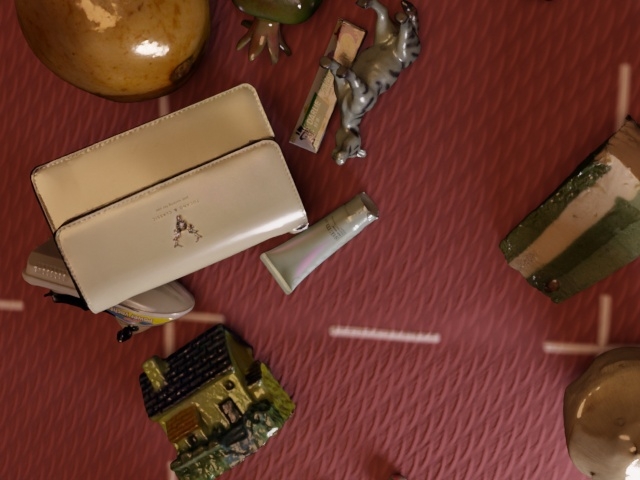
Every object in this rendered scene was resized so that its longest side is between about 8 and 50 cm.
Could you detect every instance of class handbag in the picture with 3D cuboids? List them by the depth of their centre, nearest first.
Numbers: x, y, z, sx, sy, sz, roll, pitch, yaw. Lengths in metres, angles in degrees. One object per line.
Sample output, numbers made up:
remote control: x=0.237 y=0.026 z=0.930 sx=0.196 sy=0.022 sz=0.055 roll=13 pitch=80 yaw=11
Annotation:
handbag: x=-0.222 y=-0.063 z=1.600 sx=0.358 sy=0.160 sz=0.237 roll=-23 pitch=97 yaw=-5

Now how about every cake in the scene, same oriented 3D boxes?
cake: x=0.388 y=-0.024 z=1.521 sx=0.283 sy=0.172 sz=0.158 roll=-44 pitch=87 yaw=18

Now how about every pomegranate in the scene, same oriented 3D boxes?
pomegranate: x=-0.296 y=-0.336 z=1.560 sx=0.307 sy=0.307 sz=0.307 roll=2 pitch=101 yaw=12
pomegranate: x=-0.067 y=-0.364 z=1.589 sx=0.152 sy=0.131 sz=0.191 roll=13 pitch=125 yaw=4

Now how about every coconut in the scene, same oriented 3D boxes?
coconut: x=0.449 y=0.263 z=1.530 sx=0.224 sy=0.224 sz=0.224 roll=2 pitch=101 yaw=12

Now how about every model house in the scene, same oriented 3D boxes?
model house: x=-0.178 y=0.250 z=1.697 sx=0.194 sy=0.170 sz=0.211 roll=-35 pitch=91 yaw=18

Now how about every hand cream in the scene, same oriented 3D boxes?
hand cream: x=0.000 y=0.000 z=1.674 sx=0.205 sy=0.050 sz=0.078 roll=-37 pitch=91 yaw=20

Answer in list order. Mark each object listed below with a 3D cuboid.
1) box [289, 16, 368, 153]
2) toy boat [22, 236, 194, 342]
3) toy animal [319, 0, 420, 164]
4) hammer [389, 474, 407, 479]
box: x=0.011 y=-0.236 z=1.631 sx=0.050 sy=0.041 sz=0.207 roll=24 pitch=105 yaw=4
toy boat: x=-0.343 y=0.085 z=1.723 sx=0.269 sy=0.141 sz=0.141 roll=29 pitch=105 yaw=4
toy animal: x=0.057 y=-0.239 z=1.558 sx=0.090 sy=0.170 sz=0.255 roll=41 pitch=108 yaw=24
hammer: x=0.146 y=0.414 z=1.728 sx=0.083 sy=0.031 sz=0.052 roll=18 pitch=107 yaw=-2
